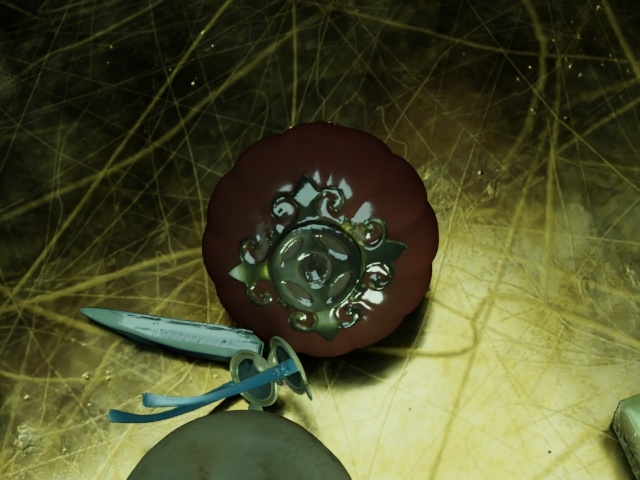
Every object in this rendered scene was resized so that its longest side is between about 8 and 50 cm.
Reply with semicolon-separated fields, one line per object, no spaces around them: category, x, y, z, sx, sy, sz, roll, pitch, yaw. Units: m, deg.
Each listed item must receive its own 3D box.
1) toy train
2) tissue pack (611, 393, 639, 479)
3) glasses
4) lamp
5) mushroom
toy train;-0.203;0.127;1.832;0.251;0.055;0.048;8;80;7
tissue pack;0.501;0.245;1.708;0.234;0.125;0.159;-19;70;-3
glasses;-0.140;0.171;1.693;0.220;0.189;0.088;0;76;-28
lamp;0.000;0.000;1.749;0.303;0.257;0.303;0;107;2
mushroom;-0.088;0.388;1.627;0.362;0.294;0.362;-18;60;35
